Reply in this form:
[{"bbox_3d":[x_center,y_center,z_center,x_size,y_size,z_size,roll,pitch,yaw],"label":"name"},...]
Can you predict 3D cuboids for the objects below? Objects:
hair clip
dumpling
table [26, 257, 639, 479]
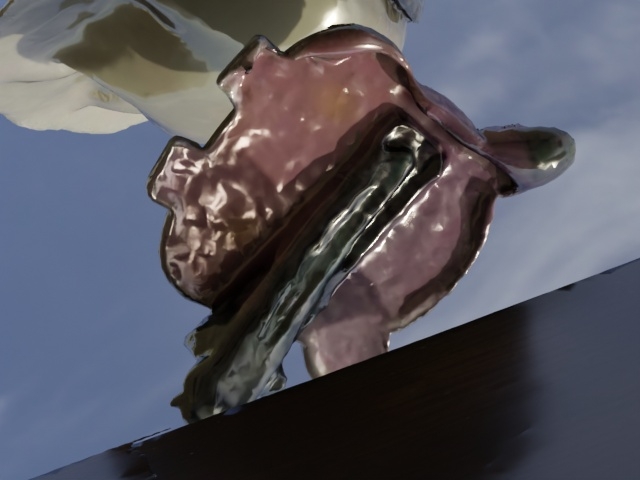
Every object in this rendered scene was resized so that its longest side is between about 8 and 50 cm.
[{"bbox_3d":[-0.002,-0.002,0.719,0.187,0.146,0.056,-56,-159,3],"label":"hair clip"},{"bbox_3d":[-0.043,-0.109,0.845,0.163,0.293,0.204,31,-92,10],"label":"dumpling"},{"bbox_3d":[0.047,0.177,0.583,0.282,0.196,0.250,-20,-75,-4],"label":"table"}]
